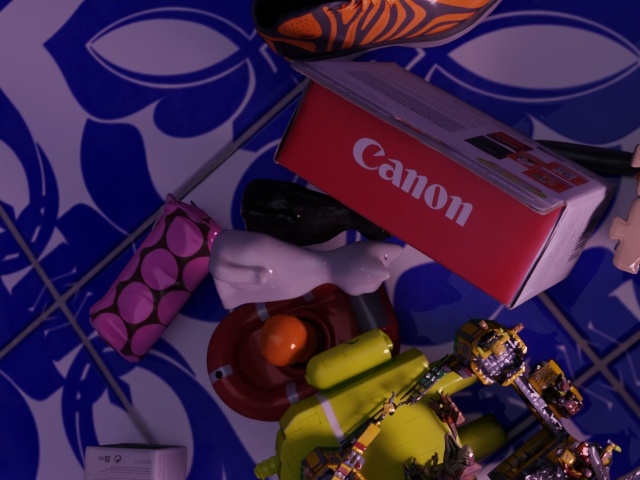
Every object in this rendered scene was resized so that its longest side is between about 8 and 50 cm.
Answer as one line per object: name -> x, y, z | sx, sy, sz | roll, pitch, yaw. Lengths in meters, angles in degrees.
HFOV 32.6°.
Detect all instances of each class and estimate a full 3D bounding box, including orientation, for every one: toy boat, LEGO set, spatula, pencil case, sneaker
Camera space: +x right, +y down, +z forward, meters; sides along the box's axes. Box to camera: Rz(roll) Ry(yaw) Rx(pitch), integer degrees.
toy boat -> -0.030, 0.118, 1.267 | 0.231, 0.151, 0.151 | -26, 74, 14
LEGO set -> 0.153, 0.246, 1.104 | 0.331, 0.192, 0.255 | -32, 101, -6
spatula -> 0.374, -0.081, 1.216 | 0.297, 0.030, 0.084 | 8, 89, 20
pencil case -> -0.207, 0.048, 1.373 | 0.098, 0.095, 0.209 | 35, 93, -15
sneaker -> 0.068, -0.292, 1.274 | 0.321, 0.180, 0.124 | -21, 76, 16

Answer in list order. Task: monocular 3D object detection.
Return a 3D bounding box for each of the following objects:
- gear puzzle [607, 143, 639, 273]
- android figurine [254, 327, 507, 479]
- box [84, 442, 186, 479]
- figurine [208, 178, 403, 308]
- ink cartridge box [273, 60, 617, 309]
gear puzzle -> 0.422, -0.109, 1.159 | 0.176, 0.044, 0.338 | 17, 92, -4
android figurine -> 0.064, 0.229, 1.211 | 0.273, 0.056, 0.248 | -26, 101, -6
box -> -0.227, 0.303, 1.345 | 0.101, 0.087, 0.102 | -1, 81, 19
figurine -> 0.000, 0.000, 1.255 | 0.210, 0.215, 0.092 | -2, 117, 15
ink cartridge box -> 0.122, -0.069, 1.165 | 0.309, 0.272, 0.130 | 33, 111, 21
